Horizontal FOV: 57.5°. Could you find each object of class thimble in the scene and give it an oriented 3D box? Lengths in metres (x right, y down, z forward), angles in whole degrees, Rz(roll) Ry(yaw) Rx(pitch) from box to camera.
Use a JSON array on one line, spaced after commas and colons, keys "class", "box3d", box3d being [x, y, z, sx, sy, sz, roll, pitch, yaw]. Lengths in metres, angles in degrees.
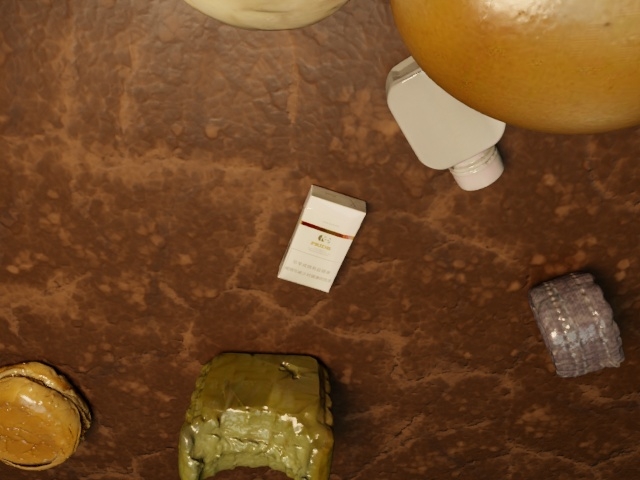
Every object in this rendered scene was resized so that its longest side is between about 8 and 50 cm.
[{"class": "thimble", "box3d": [0.377, 0.123, 0.870, 0.098, 0.150, 0.150, -19, 122, 13]}]

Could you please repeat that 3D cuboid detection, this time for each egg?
[{"class": "egg", "box3d": [0.237, -0.241, 0.541, 0.351, 0.282, 0.282, -5, 125, -10]}]

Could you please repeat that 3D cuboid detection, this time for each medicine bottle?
[{"class": "medicine bottle", "box3d": [0.166, -0.151, 0.734, 0.119, 0.069, 0.183, -28, 118, 17]}]

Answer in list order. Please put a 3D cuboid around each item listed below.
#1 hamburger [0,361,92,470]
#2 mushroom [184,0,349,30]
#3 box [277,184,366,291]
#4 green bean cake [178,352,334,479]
[{"class": "hamburger", "box3d": [-0.521, 0.317, 1.050, 0.214, 0.108, 0.213, 2, 120, 3]}, {"class": "mushroom", "box3d": [-0.048, -0.347, 0.453, 0.353, 0.325, 0.353, 2, 117, 4]}, {"class": "box", "box3d": [0.000, 0.000, 0.859, 0.084, 0.040, 0.154, 19, 122, -8]}, {"class": "green bean cake", "box3d": [-0.098, 0.290, 0.946, 0.236, 0.233, 0.124, 3, 118, -1]}]
